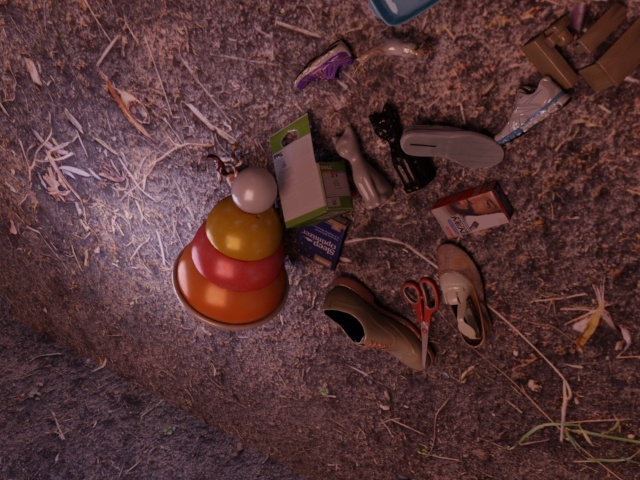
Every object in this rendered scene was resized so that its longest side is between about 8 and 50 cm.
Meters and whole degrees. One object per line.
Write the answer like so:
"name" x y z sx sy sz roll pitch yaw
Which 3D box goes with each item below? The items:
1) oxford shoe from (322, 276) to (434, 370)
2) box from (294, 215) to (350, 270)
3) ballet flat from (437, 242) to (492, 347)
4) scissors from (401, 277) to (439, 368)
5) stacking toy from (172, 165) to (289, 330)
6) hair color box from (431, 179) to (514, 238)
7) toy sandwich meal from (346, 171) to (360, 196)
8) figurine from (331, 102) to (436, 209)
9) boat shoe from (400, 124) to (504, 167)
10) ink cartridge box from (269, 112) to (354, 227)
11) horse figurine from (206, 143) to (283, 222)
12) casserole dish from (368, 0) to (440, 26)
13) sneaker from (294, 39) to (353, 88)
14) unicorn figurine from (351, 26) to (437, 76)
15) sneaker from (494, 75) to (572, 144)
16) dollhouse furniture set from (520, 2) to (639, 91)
"oxford shoe" 0.165 0.283 1.817 0.397 0.147 0.140 37 136 -4
"box" 0.000 0.000 1.769 0.136 0.036 0.225 26 138 13
"ballet flat" 0.376 0.155 1.593 0.107 0.106 0.316 -8 121 39
"scissors" 0.305 0.242 1.733 0.108 0.021 0.297 -5 109 34
"stacking toy" -0.209 -0.007 1.670 0.350 0.351 0.480 32 137 7
"hair color box" 0.359 -0.071 1.445 0.167 0.053 0.093 -20 113 42
"toy sandwich meal" 0.068 -0.144 1.597 0.085 0.029 0.086 19 135 20
"figurine" 0.139 -0.201 1.468 0.214 0.092 0.210 -21 105 45
"boat shoe" 0.291 -0.222 1.345 0.226 0.076 0.083 11 130 0
"ink cartridge box" -0.028 -0.178 1.582 0.188 0.097 0.256 -19 80 52
"horse figurine" -0.197 -0.170 1.724 0.263 0.066 0.174 28 145 -1
"casserole dish" 0.177 -0.504 1.200 0.188 0.037 0.114 -19 114 44
"sneaker" 0.006 -0.388 1.401 0.169 0.068 0.071 -22 118 43
"unicorn figurine" 0.149 -0.398 1.257 0.161 0.111 0.060 2 128 33
"sneaker" 0.413 -0.264 1.229 0.083 0.071 0.190 56 145 5
"dollhouse furniture set" 0.490 -0.361 1.118 0.144 0.123 0.151 46 172 -9
